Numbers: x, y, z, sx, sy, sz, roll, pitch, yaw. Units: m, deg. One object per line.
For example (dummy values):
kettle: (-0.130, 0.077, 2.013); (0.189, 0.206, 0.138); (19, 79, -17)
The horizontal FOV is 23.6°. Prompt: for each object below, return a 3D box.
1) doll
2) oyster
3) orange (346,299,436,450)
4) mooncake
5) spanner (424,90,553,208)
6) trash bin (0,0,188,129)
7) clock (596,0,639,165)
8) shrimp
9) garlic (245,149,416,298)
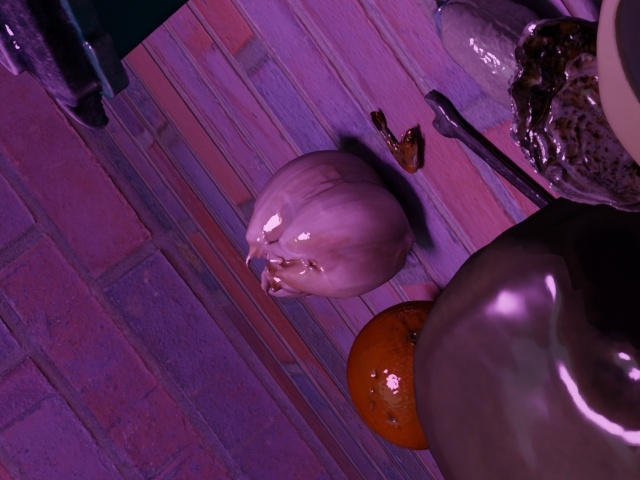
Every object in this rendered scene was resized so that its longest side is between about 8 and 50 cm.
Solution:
doll: (0.154, -0.156, 1.282); (0.214, 0.071, 0.103); (39, 159, 15)
oyster: (0.215, -0.094, 1.201); (0.064, 0.125, 0.177); (-59, -42, -58)
orange: (0.128, 0.170, 1.946); (0.206, 0.206, 0.206); (48, 166, 17)
mooncake: (0.254, 0.138, 1.335); (0.351, 0.187, 0.351); (24, 128, 35)
spanner: (0.190, -0.065, 1.520); (0.254, 0.015, 0.054); (44, 162, 30)
trash bin: (-0.148, -0.312, 1.235); (0.259, 0.381, 0.295); (44, 165, 36)
clock: (0.279, -0.112, 0.941); (0.235, 0.096, 0.308); (45, 164, 32)
shrimp: (0.084, -0.118, 1.719); (0.083, 0.023, 0.114); (52, 170, 13)
garlic: (-0.004, -0.015, 1.905); (0.281, 0.203, 0.184); (175, 78, -78)
